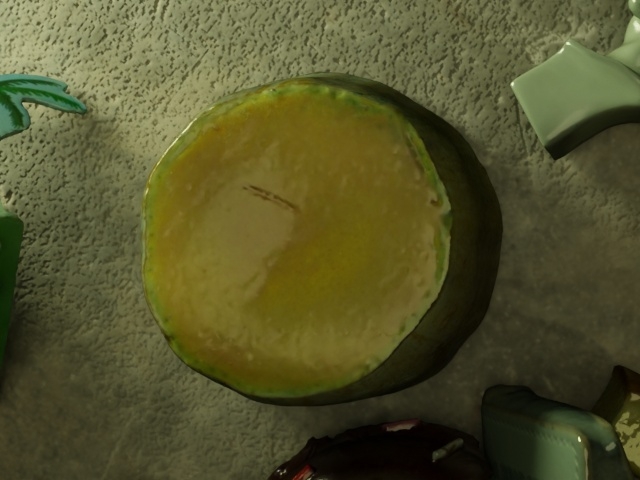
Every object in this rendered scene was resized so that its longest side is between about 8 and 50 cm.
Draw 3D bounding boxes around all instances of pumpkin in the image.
[{"bbox_3d":[0.000,0.000,1.031,0.332,0.199,0.332,0,89,4],"label":"pumpkin"}]

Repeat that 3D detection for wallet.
[{"bbox_3d":[0.214,0.311,0.982,0.083,0.252,0.360,-6,90,-15],"label":"wallet"}]

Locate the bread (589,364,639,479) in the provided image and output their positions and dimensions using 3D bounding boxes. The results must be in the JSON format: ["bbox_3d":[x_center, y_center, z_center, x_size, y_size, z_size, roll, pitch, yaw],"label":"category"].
[{"bbox_3d":[0.398,0.247,1.006,0.361,0.138,0.077,36,96,6],"label":"bread"}]

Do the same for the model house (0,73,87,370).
[{"bbox_3d":[-0.405,-0.011,1.121,0.324,0.340,0.300,50,138,28],"label":"model house"}]

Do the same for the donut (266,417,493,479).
[{"bbox_3d":[0.032,0.337,1.054,0.259,0.136,0.345,-1,89,9],"label":"donut"}]

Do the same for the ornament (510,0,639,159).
[{"bbox_3d":[0.300,-0.177,1.023,0.285,0.130,0.120,-47,74,25],"label":"ornament"}]
